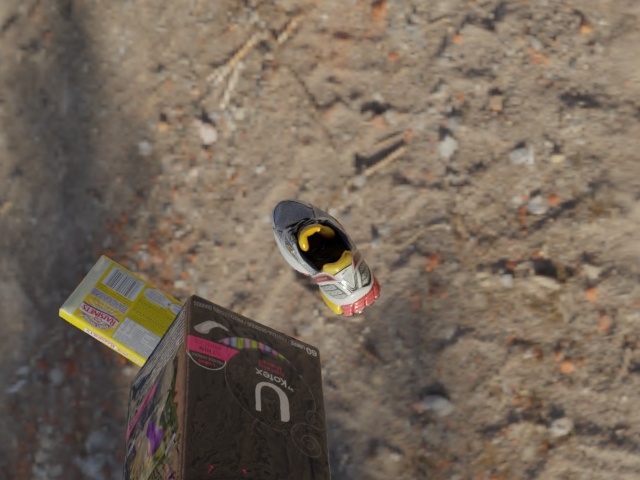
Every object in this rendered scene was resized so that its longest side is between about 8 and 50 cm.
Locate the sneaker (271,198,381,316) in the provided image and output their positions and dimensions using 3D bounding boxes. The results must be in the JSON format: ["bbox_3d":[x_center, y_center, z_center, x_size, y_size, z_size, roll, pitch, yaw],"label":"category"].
[{"bbox_3d":[0.000,0.000,1.549,0.225,0.088,0.092,44,166,50],"label":"sneaker"}]

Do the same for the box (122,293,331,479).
[{"bbox_3d":[-0.095,0.211,1.213,0.143,0.165,0.270,-54,24,29],"label":"box"}]

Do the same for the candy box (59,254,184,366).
[{"bbox_3d":[-0.237,0.113,1.644,0.206,0.105,0.027,32,148,3],"label":"candy box"}]
